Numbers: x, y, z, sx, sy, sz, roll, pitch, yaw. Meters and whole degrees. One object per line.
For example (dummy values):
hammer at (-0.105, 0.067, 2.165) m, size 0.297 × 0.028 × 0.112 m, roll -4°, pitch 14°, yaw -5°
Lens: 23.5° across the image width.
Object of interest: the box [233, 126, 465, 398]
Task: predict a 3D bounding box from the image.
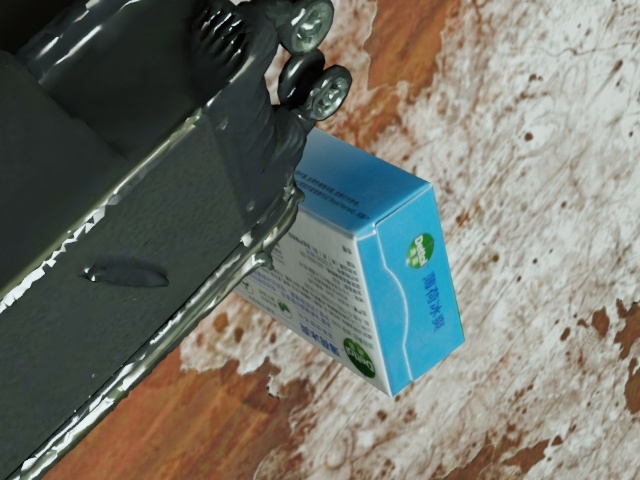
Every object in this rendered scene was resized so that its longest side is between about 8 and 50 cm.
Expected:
box at (0.000, 0.000, 1.052) m, size 0.073 × 0.194 × 0.139 m, roll -35°, pitch 131°, yaw -24°

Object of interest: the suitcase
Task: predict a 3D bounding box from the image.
suitcase at (-0.219, -0.011, 0.799) m, size 0.434 × 0.283 × 0.194 m, roll -44°, pitch 152°, yaw -17°
